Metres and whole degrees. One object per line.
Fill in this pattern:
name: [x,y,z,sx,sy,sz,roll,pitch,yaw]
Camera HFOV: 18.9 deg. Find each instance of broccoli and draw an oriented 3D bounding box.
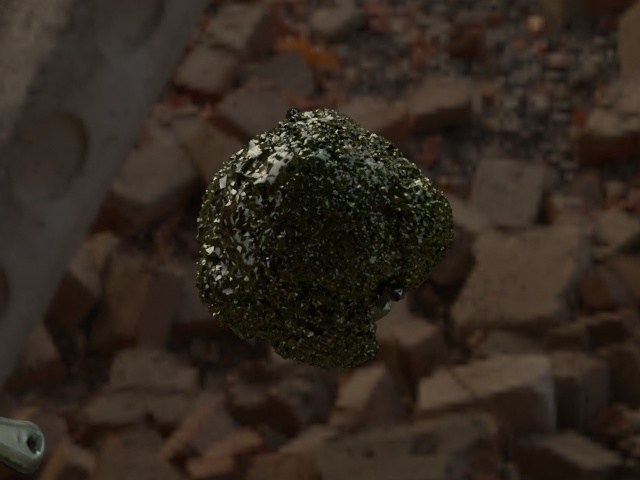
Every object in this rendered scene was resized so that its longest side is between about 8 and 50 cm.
broccoli: [0.000,0.000,0.934,0.131,0.120,0.130,17,63,33]

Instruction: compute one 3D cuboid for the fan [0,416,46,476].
fan: [-0.175,0.046,0.646,0.008,0.226,0.153,-25,56,31]
